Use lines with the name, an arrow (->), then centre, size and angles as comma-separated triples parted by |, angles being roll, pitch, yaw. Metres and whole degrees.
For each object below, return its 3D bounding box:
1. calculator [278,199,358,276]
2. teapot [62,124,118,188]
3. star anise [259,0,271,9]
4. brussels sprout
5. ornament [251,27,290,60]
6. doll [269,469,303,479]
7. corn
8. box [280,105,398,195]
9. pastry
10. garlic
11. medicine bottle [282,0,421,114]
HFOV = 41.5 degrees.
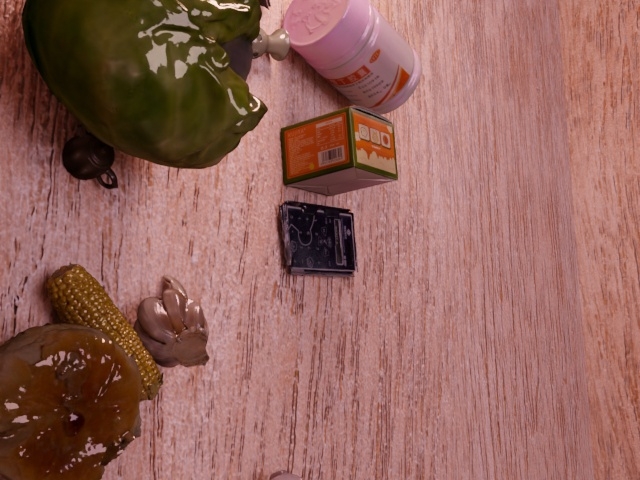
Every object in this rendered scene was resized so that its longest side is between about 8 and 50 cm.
calculator -> 0.001, 0.000, 1.910 | 0.274, 0.028, 0.165 | 5, 76, -54
teapot -> -0.373, -0.136, 1.400 | 0.121, 0.068, 0.076 | 62, 38, -21
star anise -> -0.139, -0.553, 1.857 | 0.129, 0.056, 0.124 | 5, 56, -56
brussels sprout -> -0.288, -0.319, 1.341 | 0.361, 0.343, 0.425 | -9, 85, -52
ornament -> -0.134, -0.426, 1.818 | 0.156, 0.081, 0.074 | -17, 130, -56
doll -> -0.064, 0.571, 1.561 | 0.151, 0.151, 0.287 | 24, 58, -49
corn -> -0.341, 0.153, 1.340 | 0.091, 0.091, 0.260 | -33, 111, -16
box -> 0.042, -0.197, 1.881 | 0.178, 0.195, 0.148 | 9, 73, -52
pastry -> -0.371, 0.238, 1.209 | 0.257, 0.121, 0.235 | -35, 118, -33
garlic -> -0.261, 0.127, 1.454 | 0.131, 0.127, 0.194 | 72, 0, -50
medicine bottle -> 0.079, -0.456, 2.002 | 0.316, 0.202, 0.202 | 33, 54, -44
